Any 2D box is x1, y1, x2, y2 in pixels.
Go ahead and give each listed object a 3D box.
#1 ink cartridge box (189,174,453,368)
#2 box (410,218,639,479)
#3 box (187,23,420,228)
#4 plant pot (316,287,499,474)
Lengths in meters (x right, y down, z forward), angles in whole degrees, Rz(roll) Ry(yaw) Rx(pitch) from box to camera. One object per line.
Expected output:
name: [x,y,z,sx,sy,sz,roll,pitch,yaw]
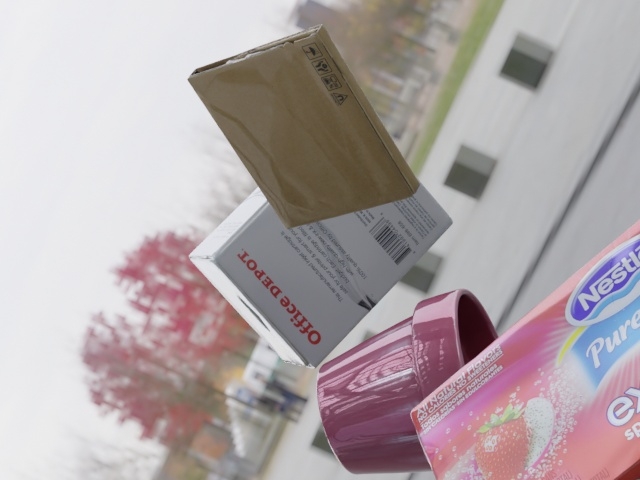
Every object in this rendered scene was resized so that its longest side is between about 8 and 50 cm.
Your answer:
ink cartridge box: [0.000,0.000,1.913,0.273,0.197,0.114,-45,14,-17]
box: [0.186,0.069,0.702,0.257,0.128,0.122,-42,35,15]
box: [-0.017,-0.108,1.497,0.164,0.201,0.021,-14,33,34]
plant pot: [0.103,0.171,1.636,0.201,0.180,0.201,-18,-90,-73]
